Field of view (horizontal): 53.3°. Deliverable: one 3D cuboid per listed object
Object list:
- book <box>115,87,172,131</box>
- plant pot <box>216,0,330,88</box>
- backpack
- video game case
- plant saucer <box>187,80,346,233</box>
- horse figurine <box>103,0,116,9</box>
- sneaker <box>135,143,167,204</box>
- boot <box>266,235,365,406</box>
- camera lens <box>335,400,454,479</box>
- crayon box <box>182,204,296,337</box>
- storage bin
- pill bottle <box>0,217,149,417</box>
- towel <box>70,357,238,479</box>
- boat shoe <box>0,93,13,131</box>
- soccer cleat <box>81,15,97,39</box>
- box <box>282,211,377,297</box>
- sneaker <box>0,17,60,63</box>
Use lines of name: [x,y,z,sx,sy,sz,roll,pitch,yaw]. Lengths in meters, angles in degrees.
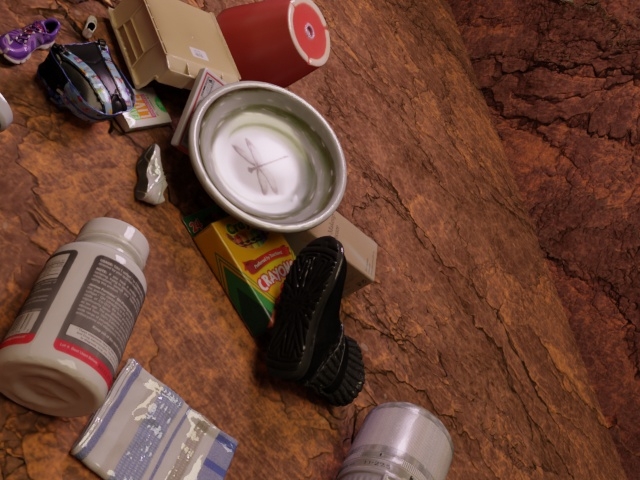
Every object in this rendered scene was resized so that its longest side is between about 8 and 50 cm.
book: [-0.423,-0.305,1.488,0.096,0.035,0.144,59,32,0]
plant pot: [-0.124,-0.551,1.789,0.275,0.243,0.275,17,69,-53]
backpack: [-0.486,-0.323,1.347,0.173,0.117,0.158,55,35,-2]
video game case: [-0.224,-0.261,1.575,0.285,0.025,0.204,32,70,-47]
plant saucer: [-0.131,-0.187,1.523,0.400,0.100,0.400,12,63,-24]
horse figurine: [-0.541,-0.671,1.595,0.174,0.066,0.263,20,51,-48]
sneaker: [-0.371,-0.144,1.414,0.061,0.053,0.152,31,48,-46]
boot: [0.022,0.188,1.459,0.260,0.131,0.348,33,72,-46]
camera lens: [0.162,0.510,1.403,0.219,0.219,0.274,52,35,-8]
crayon box: [-0.160,0.041,1.495,0.318,0.081,0.202,57,35,0]
storage bin: [-0.355,-0.472,1.592,0.262,0.123,0.260,2,60,-56]
pill bottle: [-0.397,0.115,1.069,0.176,0.176,0.318,37,40,-26]
towel: [-0.282,0.368,1.138,0.285,0.034,0.209,45,38,-18]
boat shoe: [-0.698,-0.274,1.076,0.335,0.121,0.119,34,48,-14]
soccer cleat: [-0.537,-0.504,1.495,0.029,0.035,0.083,33,42,-31]
box: [0.000,0.000,1.683,0.311,0.121,0.148,37,41,-27]
sneaker: [-0.606,-0.426,1.322,0.068,0.071,0.170,46,37,-16]
